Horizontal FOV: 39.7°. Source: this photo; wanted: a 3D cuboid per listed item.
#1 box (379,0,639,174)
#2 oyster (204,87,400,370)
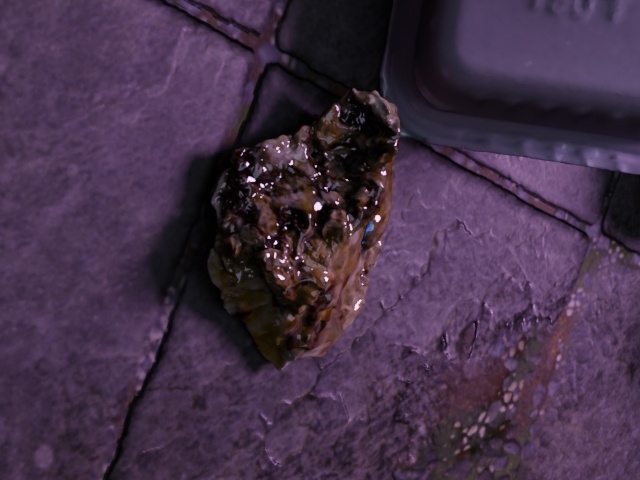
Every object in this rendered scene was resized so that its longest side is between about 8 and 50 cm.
[{"bbox_3d":[0.229,-0.202,0.789,0.336,0.106,0.264,9,93,4],"label":"box"},{"bbox_3d":[0.000,0.000,0.800,0.214,0.083,0.223,-37,123,-21],"label":"oyster"}]
